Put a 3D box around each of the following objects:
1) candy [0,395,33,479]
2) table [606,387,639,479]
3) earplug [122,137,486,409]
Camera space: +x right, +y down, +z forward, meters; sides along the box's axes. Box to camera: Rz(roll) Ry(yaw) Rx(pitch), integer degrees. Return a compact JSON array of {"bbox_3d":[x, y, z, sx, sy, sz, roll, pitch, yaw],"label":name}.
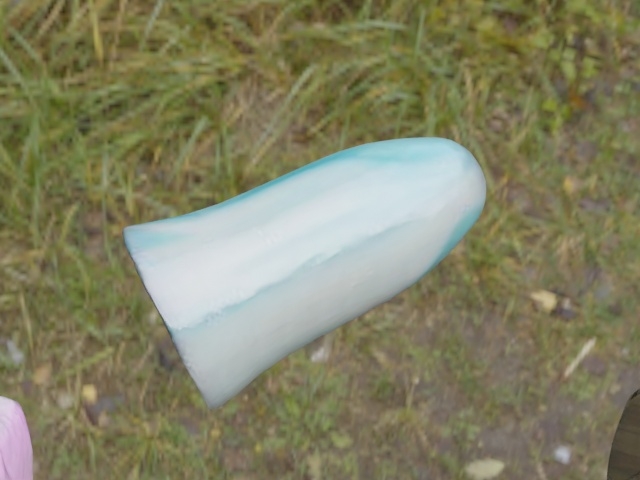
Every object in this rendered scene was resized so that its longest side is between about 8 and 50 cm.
[{"bbox_3d":[-0.193,0.157,0.528,0.155,0.116,0.265,-2,17,-2],"label":"candy"},{"bbox_3d":[0.356,0.335,1.231,0.317,0.317,0.249,17,40,9],"label":"table"},{"bbox_3d":[0.000,0.000,1.328,0.324,0.185,0.185,-27,56,-5],"label":"earplug"}]
